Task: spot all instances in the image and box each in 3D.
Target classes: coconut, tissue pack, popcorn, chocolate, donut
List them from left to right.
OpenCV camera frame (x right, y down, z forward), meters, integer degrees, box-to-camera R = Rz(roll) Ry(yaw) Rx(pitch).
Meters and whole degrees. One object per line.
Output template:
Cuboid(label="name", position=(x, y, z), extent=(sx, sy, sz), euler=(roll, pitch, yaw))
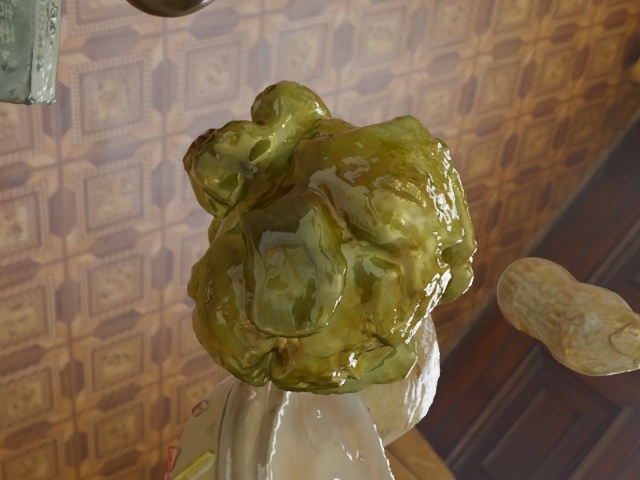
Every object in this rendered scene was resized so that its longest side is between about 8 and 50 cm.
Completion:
Cuboid(label="tissue pack", position=(-0.420, -0.257, 1.104), extent=(0.081, 0.257, 0.186), euler=(-38, 135, -73))
Cuboid(label="donut", position=(-0.030, 0.307, 1.034), extent=(0.142, 0.383, 0.382), euler=(-18, 148, 21))
Cuboid(label="popcorn", position=(-0.003, -0.006, 0.833), extent=(0.276, 0.276, 0.225), euler=(-49, 150, -3))
Cuboid(label="coconut", position=(-0.006, 0.218, 1.703), extent=(0.415, 0.345, 0.415), euler=(-12, 157, -5))
Cuboid(label="chocolate", position=(0.377, 0.116, 1.507), extent=(0.134, 0.309, 0.134), euler=(-9, 112, -25))

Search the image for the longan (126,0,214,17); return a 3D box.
Cuboid(label="longan", position=(-0.193, -0.388, 1.218), extent=(0.196, 0.220, 0.196), euler=(-35, 163, -12))
